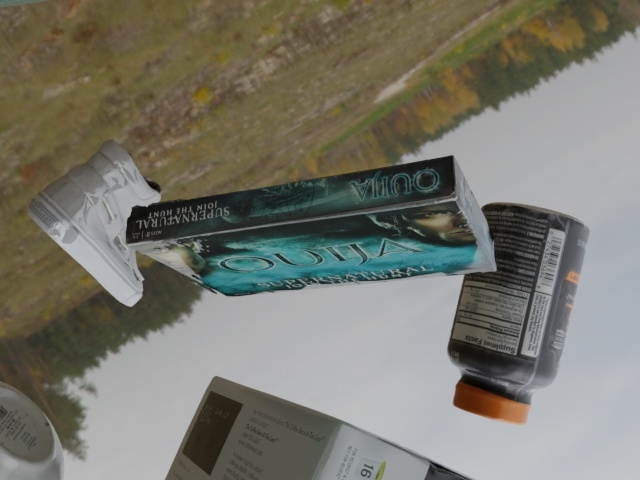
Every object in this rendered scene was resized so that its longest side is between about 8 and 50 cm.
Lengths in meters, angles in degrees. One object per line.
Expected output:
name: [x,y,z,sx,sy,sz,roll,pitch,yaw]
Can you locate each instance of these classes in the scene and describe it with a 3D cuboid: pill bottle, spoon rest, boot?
pill bottle: [0.225,0.087,0.868,0.131,0.245,0.130,14,176,1]
spoon rest: [-0.247,0.169,0.472,0.084,0.137,0.276,-42,-172,5]
boot: [-0.221,-0.014,0.832,0.123,0.095,0.258,-45,165,-13]

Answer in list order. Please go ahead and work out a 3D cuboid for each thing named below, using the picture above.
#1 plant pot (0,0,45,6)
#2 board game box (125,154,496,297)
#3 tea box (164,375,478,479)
plant pot: [-0.121,-0.235,0.320,0.197,0.292,0.293,12,-176,0]
board game box: [0.000,0.000,0.434,0.186,0.026,0.126,-8,160,20]
tea box: [0.041,0.291,0.653,0.329,0.324,0.219,-11,-126,67]
